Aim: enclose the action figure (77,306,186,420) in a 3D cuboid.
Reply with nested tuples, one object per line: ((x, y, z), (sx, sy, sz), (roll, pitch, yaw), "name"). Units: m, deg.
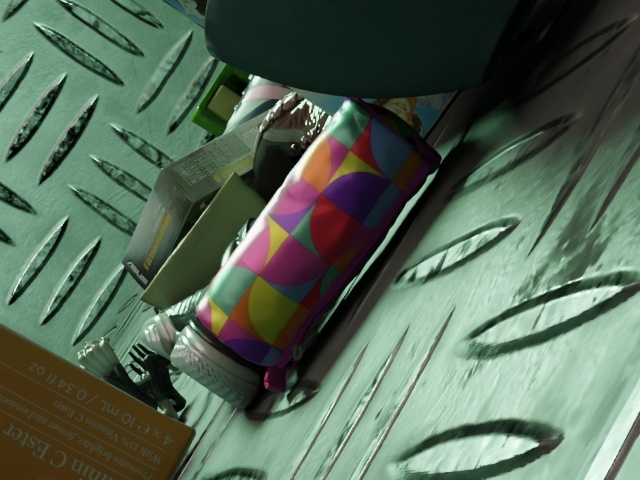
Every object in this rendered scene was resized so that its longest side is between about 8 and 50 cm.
((-0.206, 0.178, 1.634), (0.164, 0.141, 0.276), (-49, 8, 31), "action figure")

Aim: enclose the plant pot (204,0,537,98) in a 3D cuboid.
((0.070, -0.222, 1.236), (0.290, 0.195, 0.290), (-59, -8, -13), "plant pot")

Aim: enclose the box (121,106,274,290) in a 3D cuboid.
((-0.104, -0.054, 1.844), (0.231, 0.056, 0.183), (-32, -17, -39), "box")

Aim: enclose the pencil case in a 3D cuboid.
((0.000, 0.000, 1.313), (0.236, 0.104, 0.104), (-57, 8, 8), "pencil case")

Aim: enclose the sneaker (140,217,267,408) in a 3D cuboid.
((-0.077, 0.062, 1.504), (0.153, 0.101, 0.268), (-56, 14, -6), "sneaker")

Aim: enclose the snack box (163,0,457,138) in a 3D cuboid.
((-0.004, -0.233, 1.432), (0.187, 0.322, 0.060), (-55, 10, 11), "snack box")

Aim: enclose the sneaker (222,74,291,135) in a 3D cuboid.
((-0.050, -0.190, 2.007), (0.319, 0.131, 0.112), (-46, -25, -12), "sneaker")

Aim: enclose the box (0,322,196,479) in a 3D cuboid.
((-0.278, 0.262, 1.313), (0.345, 0.215, 0.168), (-63, 2, -16), "box")

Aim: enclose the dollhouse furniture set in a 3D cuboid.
((-0.106, -0.112, 2.119), (0.301, 0.151, 0.197), (-60, 10, -28), "dollhouse furniture set")

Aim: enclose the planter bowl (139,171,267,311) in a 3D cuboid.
((-0.094, 0.026, 1.665), (0.162, 0.109, 0.162), (-53, 5, 7), "planter bowl")

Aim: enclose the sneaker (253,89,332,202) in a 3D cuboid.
((0.002, -0.095, 1.632), (0.281, 0.106, 0.162), (-48, 14, 39), "sneaker")
